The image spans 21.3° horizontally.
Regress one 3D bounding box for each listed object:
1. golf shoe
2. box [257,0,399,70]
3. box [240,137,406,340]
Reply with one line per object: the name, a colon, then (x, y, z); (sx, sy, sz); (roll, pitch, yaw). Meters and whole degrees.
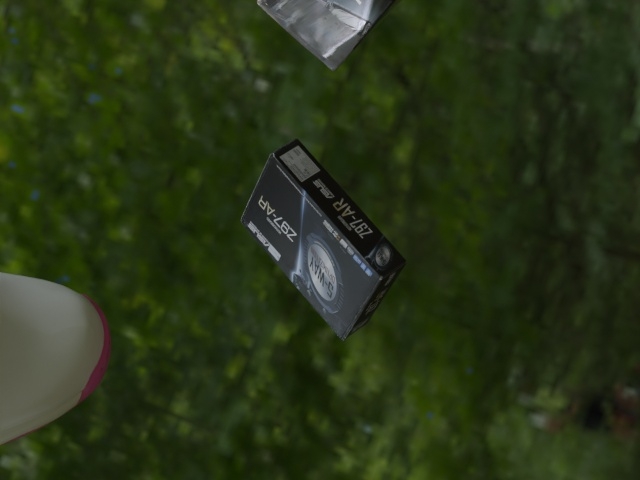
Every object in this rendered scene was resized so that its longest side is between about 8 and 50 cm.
golf shoe: (-0.270, 0.057, 0.948); (0.140, 0.306, 0.115); (106, 160, -65)
box: (0.111, -0.276, 1.109); (0.307, 0.076, 0.242); (-49, 2, -34)
box: (0.000, 0.000, 0.837); (0.018, 0.083, 0.067); (-33, -15, -31)
